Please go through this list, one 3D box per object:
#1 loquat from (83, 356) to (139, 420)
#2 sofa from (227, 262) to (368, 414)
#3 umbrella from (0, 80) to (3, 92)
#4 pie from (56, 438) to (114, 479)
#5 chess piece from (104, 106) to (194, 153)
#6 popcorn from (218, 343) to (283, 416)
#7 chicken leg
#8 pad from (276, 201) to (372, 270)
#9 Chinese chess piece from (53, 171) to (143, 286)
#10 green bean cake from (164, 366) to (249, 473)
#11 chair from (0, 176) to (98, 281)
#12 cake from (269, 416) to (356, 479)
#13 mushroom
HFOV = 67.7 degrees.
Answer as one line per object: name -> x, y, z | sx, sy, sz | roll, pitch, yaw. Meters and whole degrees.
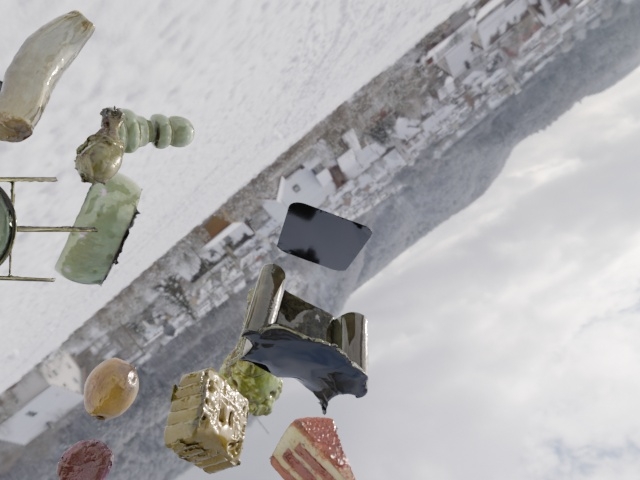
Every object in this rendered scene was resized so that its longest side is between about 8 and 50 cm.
loquat -> -0.834, 0.589, 1.896 | 0.238, 0.193, 0.238 | -43, -154, 27
sofa -> -0.023, 0.169, 0.899 | 0.182, 0.258, 0.200 | -47, -160, 31
umbrella -> -0.936, -0.428, 1.350 | 0.118, 0.340, 0.118 | -41, 173, -6
pie -> -0.686, 0.657, 1.390 | 0.153, 0.153, 0.038 | -38, 180, -18
chess piece -> -0.485, -0.316, 1.373 | 0.243, 0.133, 0.133 | -11, 164, -37
popcorn -> -0.253, 0.475, 1.679 | 0.225, 0.286, 0.173 | 11, -154, 26
chicken leg -> -0.480, -0.208, 1.046 | 0.088, 0.228, 0.103 | 20, 133, -35
pad -> 0.000, 0.000, 1.049 | 0.267, 0.181, 0.004 | 119, -9, -64
Chinese chess piece -> -0.658, -0.038, 1.425 | 0.349, 0.146, 0.349 | -42, -145, 39
green bean cake -> -0.300, 0.486, 1.294 | 0.131, 0.224, 0.230 | -23, -144, 18
chair -> -0.493, -0.026, 0.657 | 0.160, 0.170, 0.325 | -45, 171, 5
cake -> -0.021, 0.582, 1.216 | 0.158, 0.159, 0.262 | -64, -158, 12
mushroom -> -0.615, -0.367, 1.050 | 0.095, 0.122, 0.351 | 65, 39, -63
